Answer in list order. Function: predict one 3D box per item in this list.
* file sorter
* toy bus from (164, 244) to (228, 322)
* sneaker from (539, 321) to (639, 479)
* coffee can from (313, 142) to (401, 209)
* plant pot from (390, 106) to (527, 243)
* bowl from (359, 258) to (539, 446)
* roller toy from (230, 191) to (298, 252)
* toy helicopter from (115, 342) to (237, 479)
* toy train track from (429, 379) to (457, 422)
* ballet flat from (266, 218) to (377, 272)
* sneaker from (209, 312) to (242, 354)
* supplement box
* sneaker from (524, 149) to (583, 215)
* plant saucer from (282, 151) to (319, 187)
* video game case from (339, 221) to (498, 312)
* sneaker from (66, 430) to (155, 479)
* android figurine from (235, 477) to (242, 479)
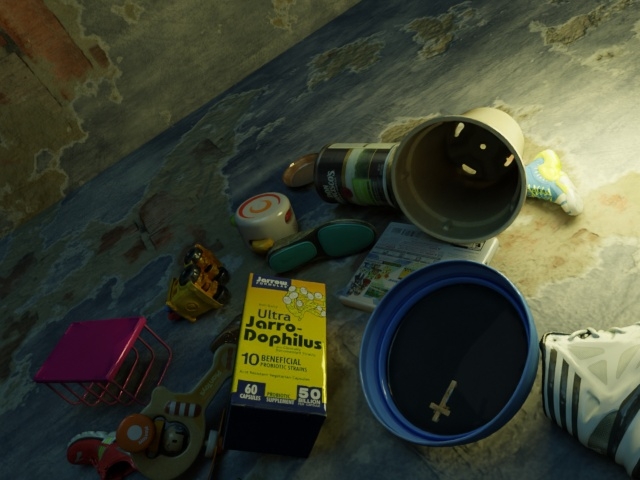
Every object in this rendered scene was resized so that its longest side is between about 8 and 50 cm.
[{"bbox_3d":[-0.616,0.362,1.491,0.291,0.182,0.202,-8,41,25],"label":"file sorter"},{"bbox_3d":[-0.416,0.153,1.650,0.211,0.149,0.220,-37,32,18],"label":"toy bus"},{"bbox_3d":[0.563,0.171,0.938,0.447,0.169,0.258,-46,42,-16],"label":"sneaker"},{"bbox_3d":[0.145,-0.207,1.618,0.276,0.201,0.201,8,51,39],"label":"coffee can"},{"bbox_3d":[0.401,-0.207,1.368,0.334,0.333,0.305,0,27,34],"label":"plant pot"},{"bbox_3d":[0.257,0.228,1.065,0.391,0.077,0.391,-27,45,31],"label":"bowl"},{"bbox_3d":[-0.174,-0.054,1.701,0.191,0.146,0.209,-31,35,-19],"label":"roller toy"},{"bbox_3d":[-0.291,0.409,1.237,0.235,0.140,0.355,35,65,7],"label":"toy helicopter"},{"bbox_3d":[0.234,0.302,0.961,0.048,0.014,0.083,10,64,57],"label":"toy train track"},{"bbox_3d":[0.000,0.000,1.562,0.349,0.123,0.123,-19,39,14],"label":"ballet flat"},{"bbox_3d":[-0.236,0.256,1.473,0.188,0.066,0.071,-36,21,-16],"label":"sneaker"},{"bbox_3d":[-0.098,0.275,1.178,0.194,0.195,0.356,9,41,-8],"label":"supplement box"},{"bbox_3d":[0.593,-0.131,1.351,0.126,0.091,0.240,-32,33,29],"label":"sneaker"},{"bbox_3d":[-0.049,-0.257,1.941,0.199,0.036,0.198,-18,38,15],"label":"plant saucer"},{"bbox_3d":[0.254,0.083,1.354,0.329,0.036,0.300,12,53,40],"label":"video game case"},{"bbox_3d":[-0.539,0.549,1.296,0.279,0.107,0.118,-14,45,21],"label":"sneaker"},{"bbox_3d":[-0.227,0.627,1.036,0.273,0.056,0.248,-46,40,-20],"label":"android figurine"}]
